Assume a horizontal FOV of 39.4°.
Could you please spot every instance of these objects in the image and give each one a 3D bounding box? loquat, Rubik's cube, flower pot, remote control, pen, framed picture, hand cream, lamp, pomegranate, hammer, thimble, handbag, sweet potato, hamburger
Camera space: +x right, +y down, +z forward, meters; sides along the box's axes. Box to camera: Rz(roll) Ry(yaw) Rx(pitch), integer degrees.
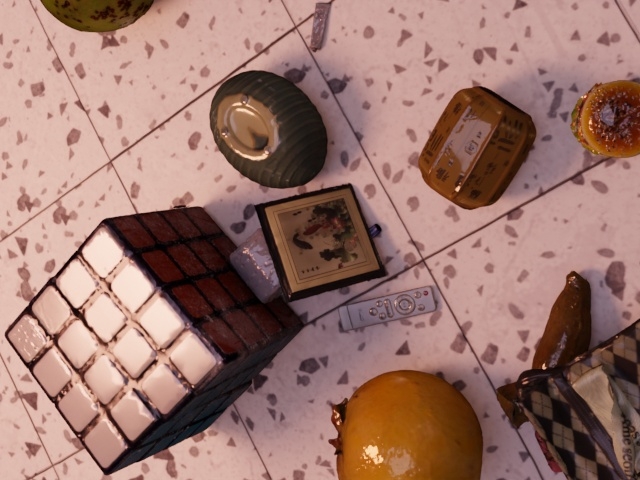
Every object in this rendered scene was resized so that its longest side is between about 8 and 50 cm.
[{"bbox_3d":[0.142,0.352,1.535,0.275,0.275,0.274,2,96,23],"label":"loquat"},{"bbox_3d":[-0.299,0.171,1.667,0.337,0.344,0.343,-46,76,21],"label":"Rubik's cube"},{"bbox_3d":[-0.097,-0.203,1.644,0.243,0.157,0.189,44,111,16],"label":"flower pot"},{"bbox_3d":[0.124,0.125,1.651,0.184,0.027,0.049,-14,90,19],"label":"remote control"},{"bbox_3d":[0.035,0.037,1.680,0.204,0.025,0.025,-41,79,20],"label":"pen"},{"bbox_3d":[0.000,0.000,1.611,0.195,0.010,0.199,-15,72,-15],"label":"framed picture"},{"bbox_3d":[-0.003,-0.396,1.660,0.030,0.019,0.093,11,97,21],"label":"hand cream"},{"bbox_3d":[0.261,-0.154,1.495,0.161,0.161,0.185,36,107,17],"label":"lamp"},{"bbox_3d":[-0.382,-0.541,1.705,0.341,0.285,0.284,-15,89,-9],"label":"pomegranate"},{"bbox_3d":[0.401,0.359,1.543,0.043,0.043,0.083,-28,85,23],"label":"hammer"},{"bbox_3d":[-0.081,0.032,1.660,0.118,0.151,0.127,51,141,10],"label":"thimble"},{"bbox_3d":[0.539,0.244,1.378,0.416,0.180,0.316,-39,88,17],"label":"handbag"},{"bbox_3d":[0.386,0.190,1.508,0.112,0.085,0.285,26,104,24],"label":"sweet potato"},{"bbox_3d":[0.476,-0.195,1.434,0.141,0.081,0.126,19,102,20],"label":"hamburger"}]
